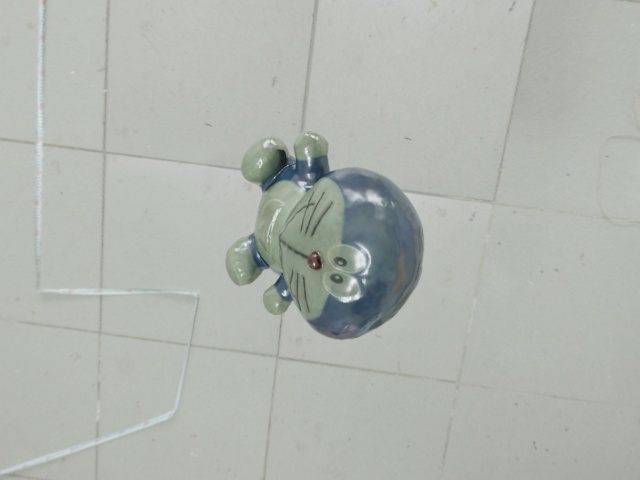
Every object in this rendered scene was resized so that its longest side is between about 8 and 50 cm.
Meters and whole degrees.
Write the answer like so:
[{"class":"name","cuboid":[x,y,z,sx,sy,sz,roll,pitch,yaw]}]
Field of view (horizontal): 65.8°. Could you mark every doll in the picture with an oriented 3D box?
[{"class":"doll","cuboid":[0.000,0.000,0.561,0.154,0.258,0.228,7,106,-29]}]
